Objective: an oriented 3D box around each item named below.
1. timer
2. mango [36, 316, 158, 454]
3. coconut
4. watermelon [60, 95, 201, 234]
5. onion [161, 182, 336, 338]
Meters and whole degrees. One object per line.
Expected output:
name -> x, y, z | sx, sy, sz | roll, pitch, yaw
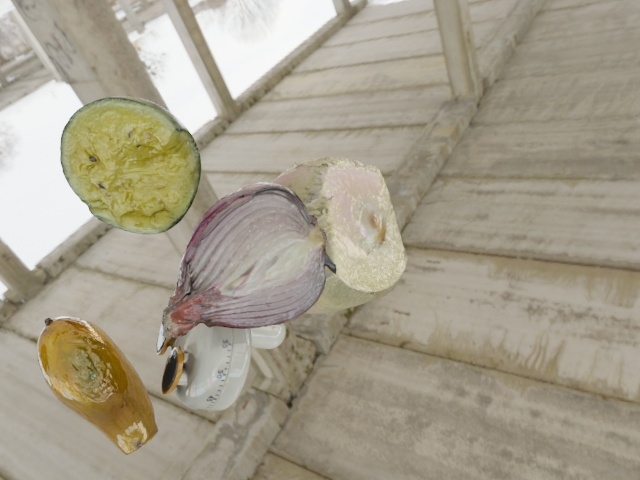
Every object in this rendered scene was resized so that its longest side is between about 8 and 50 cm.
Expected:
timer -> -0.211, 0.242, 1.095 | 0.233, 0.240, 0.234 | -30, -126, 52
mango -> -0.463, 0.305, 1.081 | 0.144, 0.359, 0.187 | -30, -151, -10
coconut -> 0.000, 0.000, 1.310 | 0.404, 0.405, 0.405 | -16, -145, 12
watermelon -> -0.441, -0.191, 1.253 | 0.330, 0.331, 0.189 | -14, -164, 14
onion -> -0.163, 0.047, 0.949 | 0.348, 0.267, 0.159 | -26, -161, -29
